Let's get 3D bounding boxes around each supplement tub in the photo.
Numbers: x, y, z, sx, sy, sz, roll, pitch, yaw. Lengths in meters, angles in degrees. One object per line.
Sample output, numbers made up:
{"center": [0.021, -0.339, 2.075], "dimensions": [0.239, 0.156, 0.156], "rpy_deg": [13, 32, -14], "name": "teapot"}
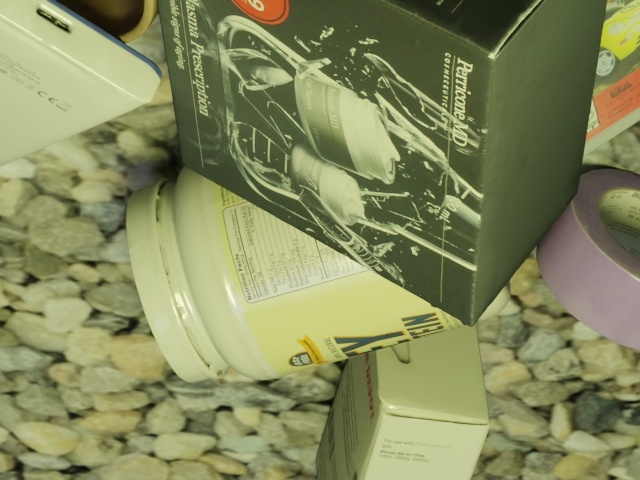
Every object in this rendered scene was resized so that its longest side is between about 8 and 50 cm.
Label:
{"center": [0.000, 0.000, 1.657], "dimensions": [0.324, 0.235, 0.235], "rpy_deg": [-16, 129, 10], "name": "supplement tub"}

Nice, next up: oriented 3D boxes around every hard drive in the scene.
{"center": [-0.304, -0.155, 1.520], "dimensions": [0.210, 0.040, 0.318], "rpy_deg": [31, 156, -26], "name": "hard drive"}

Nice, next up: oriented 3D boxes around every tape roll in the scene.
{"center": [0.317, 0.019, 1.722], "dimensions": [0.189, 0.189, 0.080], "rpy_deg": [16, 128, -16], "name": "tape roll"}

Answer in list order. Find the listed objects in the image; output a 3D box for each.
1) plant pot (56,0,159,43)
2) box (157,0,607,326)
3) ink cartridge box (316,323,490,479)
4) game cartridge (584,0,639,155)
{"center": [-0.208, -0.280, 1.402], "dimensions": [0.237, 0.110, 0.237], "rpy_deg": [27, 153, 15], "name": "plant pot"}
{"center": [0.045, -0.152, 1.369], "dimensions": [0.312, 0.179, 0.343], "rpy_deg": [28, 150, 21], "name": "box"}
{"center": [0.084, 0.219, 1.860], "dimensions": [0.121, 0.211, 0.289], "rpy_deg": [7, 129, -9], "name": "ink cartridge box"}
{"center": [0.248, -0.185, 1.556], "dimensions": [0.294, 0.060, 0.196], "rpy_deg": [-33, 126, -12], "name": "game cartridge"}
